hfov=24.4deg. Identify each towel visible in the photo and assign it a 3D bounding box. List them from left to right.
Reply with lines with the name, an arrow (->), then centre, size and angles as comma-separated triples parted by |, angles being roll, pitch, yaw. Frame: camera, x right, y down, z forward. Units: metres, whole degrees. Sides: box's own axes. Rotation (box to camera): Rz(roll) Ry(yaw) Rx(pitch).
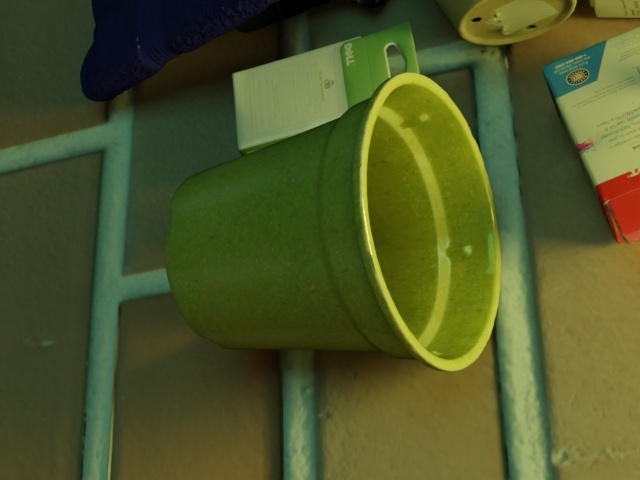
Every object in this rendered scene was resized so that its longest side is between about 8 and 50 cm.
towel -> -0.149, -0.301, 1.703 | 0.308, 0.076, 0.228 | -24, 54, 38

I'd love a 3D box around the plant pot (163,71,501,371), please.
plant pot -> 0.000, 0.000, 1.416 | 0.253, 0.276, 0.276 | -10, 56, 30

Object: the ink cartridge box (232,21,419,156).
ink cartridge box -> 0.013, -0.151, 1.606 | 0.209, 0.062, 0.109 | -15, 55, 13

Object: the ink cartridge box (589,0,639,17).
ink cartridge box -> 0.421, -0.338, 1.518 | 0.278, 0.117, 0.201 | 5, 62, 25

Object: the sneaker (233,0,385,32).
sneaker -> 0.001, -0.291, 1.688 | 0.217, 0.079, 0.121 | -37, 53, -3

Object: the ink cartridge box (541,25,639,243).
ink cartridge box -> 0.318, -0.091, 1.431 | 0.134, 0.078, 0.231 | -22, 54, 8

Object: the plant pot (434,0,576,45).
plant pot -> 0.180, -0.357, 1.576 | 0.256, 0.256, 0.274 | -16, 70, 13
